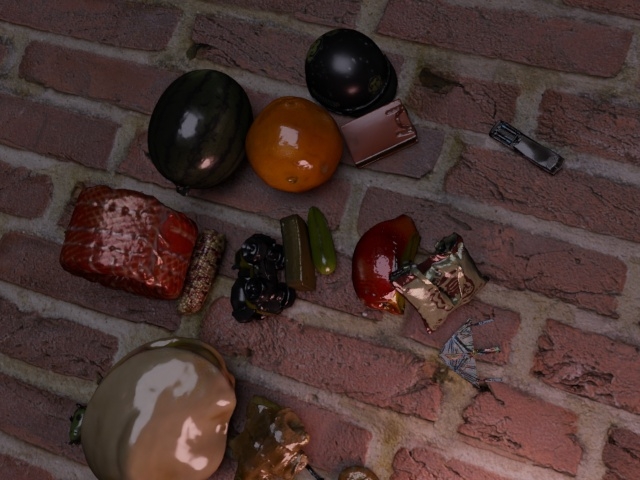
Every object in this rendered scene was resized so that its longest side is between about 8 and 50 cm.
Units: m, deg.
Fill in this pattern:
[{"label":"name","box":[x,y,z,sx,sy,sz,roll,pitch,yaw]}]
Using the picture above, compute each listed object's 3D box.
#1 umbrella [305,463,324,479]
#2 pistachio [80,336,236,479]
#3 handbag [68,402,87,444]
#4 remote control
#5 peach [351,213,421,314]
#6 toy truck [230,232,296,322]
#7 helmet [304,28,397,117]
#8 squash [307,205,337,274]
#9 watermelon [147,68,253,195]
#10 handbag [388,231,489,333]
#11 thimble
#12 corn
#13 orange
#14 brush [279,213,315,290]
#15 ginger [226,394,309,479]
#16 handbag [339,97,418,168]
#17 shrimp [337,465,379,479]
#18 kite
[{"label":"umbrella","box":[-0.015,0.595,1.845,0.149,0.022,0.022,46,126,26]},{"label":"pistachio","box":[-0.401,0.455,1.825,0.365,0.281,0.445,39,95,-9]},{"label":"handbag","box":[-0.660,0.510,1.988,0.072,0.047,0.111,13,77,16]},{"label":"remote control","box":[0.548,-0.248,1.921,0.212,0.028,0.059,36,85,18]},{"label":"peach","box":[0.164,0.043,1.869,0.159,0.154,0.267,13,80,16]},{"label":"toy truck","box":[-0.176,0.102,1.945,0.165,0.147,0.224,-19,69,30]},{"label":"helmet","box":[0.075,-0.480,2.014,0.279,0.160,0.230,36,84,19]},{"label":"squash","box":[0.000,0.000,1.963,0.066,0.066,0.201,-17,68,8]},{"label":"watermelon","box":[-0.333,-0.294,1.992,0.279,0.279,0.359,19,85,16]},{"label":"handbag","box":[0.302,0.103,1.802,0.213,0.235,0.127,-37,37,3]},{"label":"thimble","box":[-0.516,0.012,1.929,0.350,0.350,0.230,10,76,14]},{"label":"corn","box":[-0.333,0.091,2.000,0.086,0.086,0.253,16,80,15]},{"label":"orange","box":[-0.070,-0.252,1.937,0.261,0.261,0.261,-3,76,12]},{"label":"brush","box":[-0.061,0.037,1.934,0.059,0.123,0.197,-11,74,14]},{"label":"ginger","box":[-0.143,0.543,1.834,0.219,0.123,0.270,22,92,20]},{"label":"handbag","box":[0.164,-0.296,2.001,0.190,0.063,0.127,-23,73,9]},{"label":"shrimp","box":[0.126,0.627,1.792,0.184,0.043,0.091,27,80,18]},{"label":"kite","box":[0.378,0.286,1.838,0.160,0.010,0.183,-7,75,10]}]
